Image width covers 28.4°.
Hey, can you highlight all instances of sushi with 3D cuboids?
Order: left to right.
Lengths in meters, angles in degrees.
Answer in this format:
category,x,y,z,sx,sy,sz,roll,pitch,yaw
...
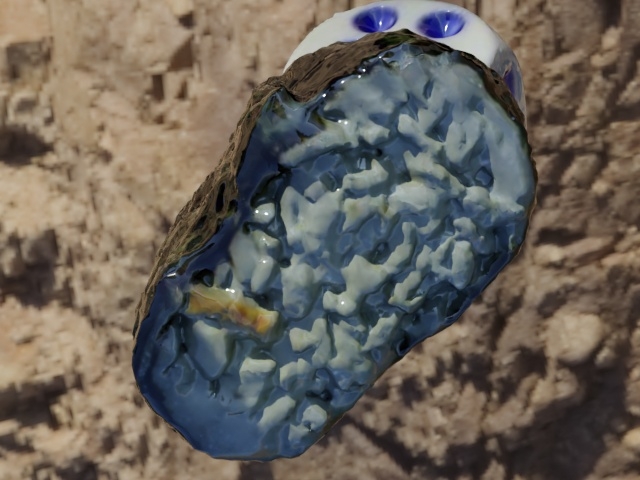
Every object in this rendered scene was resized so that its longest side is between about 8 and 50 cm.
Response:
category,x,y,z,sx,sy,sz,roll,pitch,yaw
sushi,0.000,0.000,0.929,0.350,0.211,0.171,-53,15,9

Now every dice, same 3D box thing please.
category,x,y,z,sx,sy,sz,roll,pitch,yaw
dice,0.092,-0.104,1.426,0.243,0.259,0.251,8,133,23
